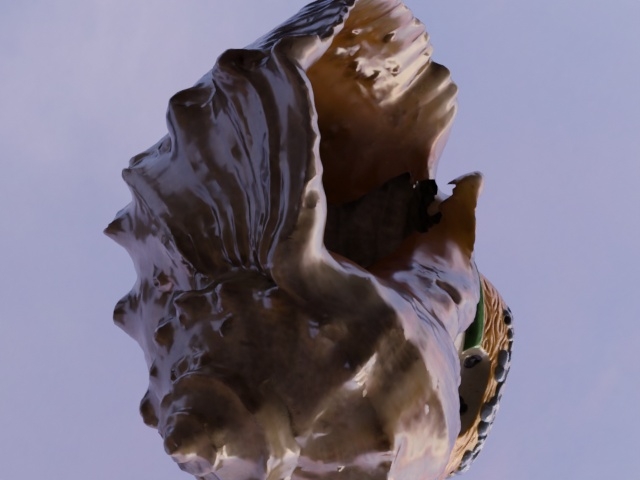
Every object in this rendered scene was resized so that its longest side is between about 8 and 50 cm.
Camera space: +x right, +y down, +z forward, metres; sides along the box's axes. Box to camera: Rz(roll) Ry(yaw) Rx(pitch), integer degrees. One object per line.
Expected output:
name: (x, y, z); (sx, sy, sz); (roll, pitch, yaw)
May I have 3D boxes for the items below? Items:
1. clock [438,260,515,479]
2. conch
clock: (0.063, 0.107, 1.035); (0.144, 0.103, 0.231); (18, -93, -32)
conch: (-0.018, 0.000, 0.794); (0.210, 0.297, 0.352); (0, -154, 11)
